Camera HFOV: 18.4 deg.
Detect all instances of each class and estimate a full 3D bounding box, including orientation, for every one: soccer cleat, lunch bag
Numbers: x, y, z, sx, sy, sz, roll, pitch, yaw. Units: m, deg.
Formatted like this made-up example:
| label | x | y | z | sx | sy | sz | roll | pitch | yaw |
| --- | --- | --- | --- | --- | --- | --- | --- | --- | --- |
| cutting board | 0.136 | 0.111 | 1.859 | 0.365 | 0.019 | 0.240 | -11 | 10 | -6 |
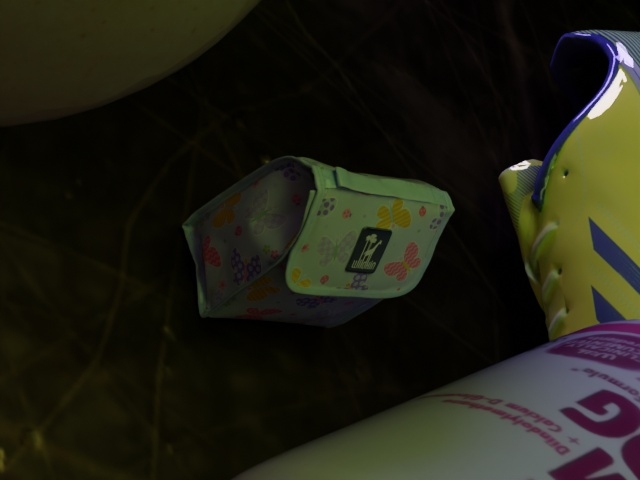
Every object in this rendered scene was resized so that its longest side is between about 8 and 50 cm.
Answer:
| label | x | y | z | sx | sy | sz | roll | pitch | yaw |
| --- | --- | --- | --- | --- | --- | --- | --- | --- | --- |
| soccer cleat | 0.129 | 0.020 | 0.886 | 0.121 | 0.093 | 0.289 | 18 | 52 | -3 |
| lunch bag | 0.000 | 0.000 | 0.757 | 0.071 | 0.083 | 0.053 | 8 | 59 | -42 |

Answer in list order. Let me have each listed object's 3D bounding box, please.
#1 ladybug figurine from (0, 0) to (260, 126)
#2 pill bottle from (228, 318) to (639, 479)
| label | x | y | z | sx | sy | sz | roll | pitch | yaw |
| --- | --- | --- | --- | --- | --- | --- | --- | --- | --- |
| ladybug figurine | -0.177 | -0.234 | 0.573 | 0.305 | 0.162 | 0.449 | -43 | 78 | -7 |
| pill bottle | 0.047 | 0.132 | 0.655 | 0.283 | 0.160 | 0.160 | -17 | 77 | -48 |
